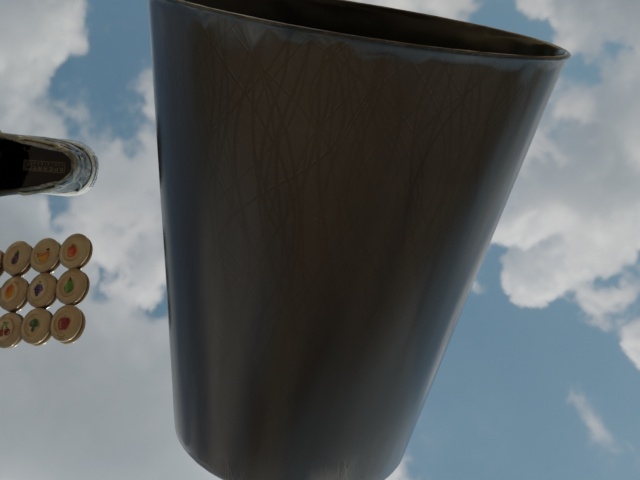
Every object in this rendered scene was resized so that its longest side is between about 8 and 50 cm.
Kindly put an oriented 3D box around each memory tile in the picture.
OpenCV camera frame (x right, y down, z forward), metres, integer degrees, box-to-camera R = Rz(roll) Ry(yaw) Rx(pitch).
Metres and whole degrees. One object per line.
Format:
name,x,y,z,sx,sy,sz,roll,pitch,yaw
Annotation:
memory tile,-0.291,0.052,0.883,0.148,0.012,0.113,-8,-113,24

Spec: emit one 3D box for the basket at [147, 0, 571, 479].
basket,0.000,0.000,0.451,0.204,0.227,0.154,15,-159,20

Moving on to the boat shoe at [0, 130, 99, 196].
boat shoe,-0.334,-0.078,0.881,0.219,0.078,0.070,-1,-178,7
